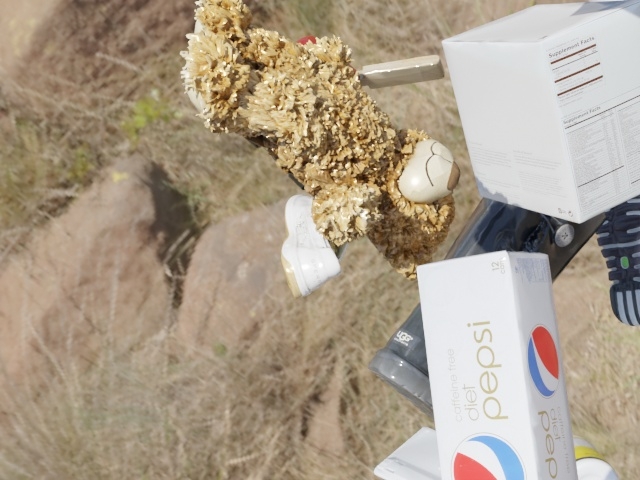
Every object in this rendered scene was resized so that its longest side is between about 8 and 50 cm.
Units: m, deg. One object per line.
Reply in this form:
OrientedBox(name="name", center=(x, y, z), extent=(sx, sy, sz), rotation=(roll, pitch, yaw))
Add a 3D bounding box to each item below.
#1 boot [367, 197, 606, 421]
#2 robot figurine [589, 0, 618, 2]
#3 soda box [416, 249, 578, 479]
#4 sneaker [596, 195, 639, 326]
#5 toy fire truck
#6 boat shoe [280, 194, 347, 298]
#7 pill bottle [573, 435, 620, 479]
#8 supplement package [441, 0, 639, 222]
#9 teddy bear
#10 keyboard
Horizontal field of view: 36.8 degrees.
OrientedBox(name="boot", center=(0.323, 0.117, 1.609), extent=(0.146, 0.367, 0.445), rotation=(22, 75, 49))
OrientedBox(name="robot figurine", center=(0.473, -0.432, 1.334), extent=(0.300, 0.200, 0.353), rotation=(-15, 46, 47))
OrientedBox(name="soda box", center=(0.124, 0.118, 0.657), extent=(0.074, 0.069, 0.216), rotation=(-11, 81, 36))
OrientedBox(name="sneaker", center=(0.589, 0.014, 1.769), extent=(0.106, 0.162, 0.281), rotation=(-5, 86, 43))
OrientedBox(name="toy fire truck", center=(0.027, -0.194, 1.247), extent=(0.158, 0.217, 0.246), rotation=(41, 86, 9))
OrientedBox(name="boat shoe", center=(0.000, 0.000, 1.463), extent=(0.096, 0.098, 0.277), rotation=(-16, 25, 7))
OrientedBox(name="pill bottle", center=(0.434, 0.392, 1.632), extent=(0.103, 0.184, 0.103), rotation=(0, 96, 0))
OrientedBox(name="supplement package", center=(0.270, -0.153, 1.098), extent=(0.149, 0.203, 0.194), rotation=(-24, 20, -19))
OrientedBox(name="teddy bear", center=(0.011, -0.105, 0.896), extent=(0.113, 0.338, 0.245), rotation=(-42, 11, 23))
OrientedBox(name="keyboard", center=(0.152, 0.210, 0.785), extent=(0.072, 0.014, 0.256), rotation=(-27, 25, -33))
